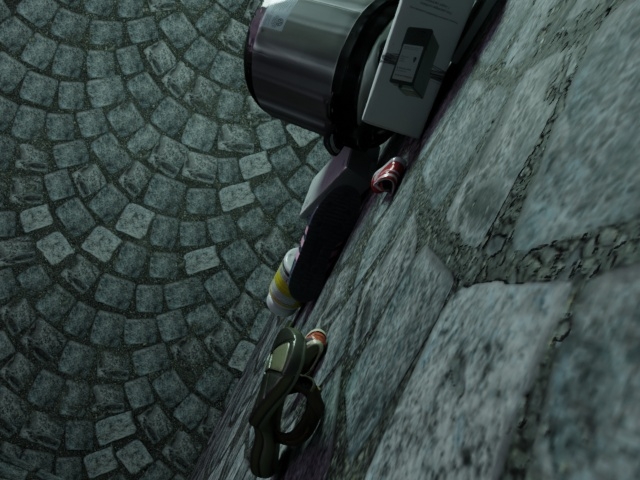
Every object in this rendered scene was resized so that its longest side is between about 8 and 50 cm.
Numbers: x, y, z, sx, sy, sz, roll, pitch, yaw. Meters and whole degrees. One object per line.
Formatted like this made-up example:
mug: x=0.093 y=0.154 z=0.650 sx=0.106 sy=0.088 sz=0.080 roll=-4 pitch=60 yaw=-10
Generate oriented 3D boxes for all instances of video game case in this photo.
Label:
video game case: x=0.293 y=-0.422 z=1.000 sx=0.157 sy=0.019 sz=0.143 roll=-60 pitch=6 yaw=38

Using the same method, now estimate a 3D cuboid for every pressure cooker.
pressure cooker: x=0.067 y=-0.425 z=1.326 sx=0.375 sy=0.420 sz=0.370 roll=-33 pitch=-40 yaw=-48

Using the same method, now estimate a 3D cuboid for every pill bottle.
pill bottle: x=-0.081 y=0.127 z=1.566 sx=0.208 sy=0.119 sz=0.119 roll=-59 pitch=5 yaw=44

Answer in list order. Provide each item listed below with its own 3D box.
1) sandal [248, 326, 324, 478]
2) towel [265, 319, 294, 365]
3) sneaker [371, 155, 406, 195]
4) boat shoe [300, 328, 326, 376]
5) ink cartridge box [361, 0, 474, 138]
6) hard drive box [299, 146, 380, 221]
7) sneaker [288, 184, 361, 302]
sandal: x=-0.040 y=0.220 z=0.706 sx=0.303 sy=0.086 sz=0.120 roll=99 pitch=-175 yaw=-46
towel: x=-0.119 y=0.312 z=1.605 sx=0.152 sy=0.023 sz=0.113 roll=-62 pitch=6 yaw=-8
sneaker: x=0.119 y=-0.106 z=1.021 sx=0.067 sy=0.042 sz=0.118 roll=-61 pitch=5 yaw=-29
boat shoe: x=-0.033 y=0.209 z=0.899 sx=0.137 sy=0.049 sz=0.043 roll=-56 pitch=8 yaw=23
ink cartridge box: x=0.186 y=-0.366 z=1.010 sx=0.211 sy=0.121 sz=0.289 roll=-68 pitch=-3 yaw=-60
hard drive box: x=0.055 y=-0.165 z=1.499 sx=0.232 sy=0.089 sz=0.181 roll=-44 pitch=20 yaw=41
sneaker: x=0.000 y=0.000 z=1.388 sx=0.319 sy=0.112 sz=0.131 roll=-62 pitch=7 yaw=3
